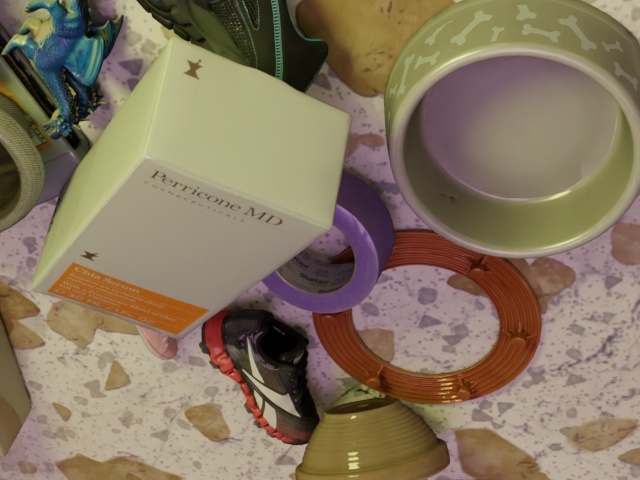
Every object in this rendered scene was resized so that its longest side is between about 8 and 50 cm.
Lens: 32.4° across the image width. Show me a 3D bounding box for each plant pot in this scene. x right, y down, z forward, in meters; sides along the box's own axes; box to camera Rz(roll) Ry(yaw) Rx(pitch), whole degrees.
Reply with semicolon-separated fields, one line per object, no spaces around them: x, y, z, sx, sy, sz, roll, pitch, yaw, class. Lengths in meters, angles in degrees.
0.072;0.305;1.680;0.237;0.237;0.110;-10;91;20;plant pot

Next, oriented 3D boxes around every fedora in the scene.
-0.490;-0.119;1.440;0.275;0.124;0.244;-9;128;9;fedora

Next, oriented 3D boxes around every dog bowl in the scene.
0.241;-0.125;1.346;0.348;0.102;0.349;6;128;8;dog bowl

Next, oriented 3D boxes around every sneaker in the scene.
-0.128;-0.295;1.295;0.139;0.125;0.341;-44;118;-11;sneaker
-0.241;0.127;1.688;0.070;0.051;0.134;-13;120;28;sneaker
-0.062;0.207;1.679;0.135;0.098;0.276;-19;120;28;sneaker

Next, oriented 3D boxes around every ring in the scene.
0.151;0.125;1.609;0.336;0.032;0.337;7;129;9;ring

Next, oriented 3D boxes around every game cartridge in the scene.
-0.456;-0.170;1.506;0.198;0.062;0.297;-22;120;22;game cartridge

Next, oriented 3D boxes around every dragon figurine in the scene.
-0.301;-0.253;1.382;0.144;0.085;0.289;32;128;-13;dragon figurine

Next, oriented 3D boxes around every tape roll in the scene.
0.000;0.000;1.494;0.189;0.080;0.189;10;124;16;tape roll

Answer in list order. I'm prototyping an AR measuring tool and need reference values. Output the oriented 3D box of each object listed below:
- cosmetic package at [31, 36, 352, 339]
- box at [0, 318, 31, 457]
-0.175;-0.039;1.357;0.230;0.162;0.453;21;151;-20;cosmetic package
-0.588;0.197;1.779;0.148;0.121;0.311;2;128;13;box
